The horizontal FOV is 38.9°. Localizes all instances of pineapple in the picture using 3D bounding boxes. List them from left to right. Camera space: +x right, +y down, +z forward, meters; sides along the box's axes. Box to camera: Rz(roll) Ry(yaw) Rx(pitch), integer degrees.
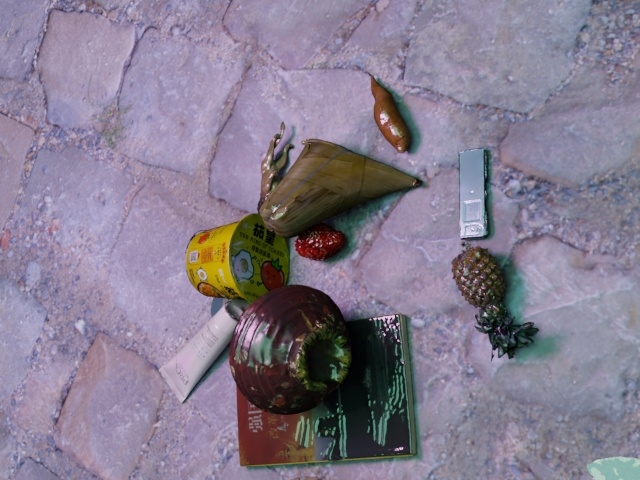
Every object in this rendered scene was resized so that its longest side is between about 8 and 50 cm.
[{"bbox_3d":[0.301,0.098,1.593,0.103,0.083,0.221,-30,70,20],"label":"pineapple"}]

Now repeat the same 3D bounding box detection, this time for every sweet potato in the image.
[{"bbox_3d":[0.129,-0.253,1.773,0.056,0.056,0.195,-27,65,21],"label":"sweet potato"}]

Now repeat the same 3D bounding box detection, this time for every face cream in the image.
[{"bbox_3d":[-0.243,0.225,1.872,0.244,0.058,0.092,-49,64,22],"label":"face cream"}]

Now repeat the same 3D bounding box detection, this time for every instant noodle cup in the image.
[{"bbox_3d":[-0.173,0.042,1.810,0.144,0.182,0.182,-6,77,36],"label":"instant noodle cup"}]

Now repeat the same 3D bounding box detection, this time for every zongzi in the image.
[{"bbox_3d":[0.037,-0.076,1.727,0.256,0.115,0.228,22,58,20],"label":"zongzi"}]

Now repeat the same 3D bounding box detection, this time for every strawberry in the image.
[{"bbox_3d":[0.000,0.000,1.777,0.096,0.083,0.083,-5,78,23],"label":"strawberry"}]

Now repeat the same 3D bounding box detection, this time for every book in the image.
[{"bbox_3d":[0.000,0.292,1.746,0.374,0.028,0.263,-10,76,25],"label":"book"}]

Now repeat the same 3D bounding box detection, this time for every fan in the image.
[{"bbox_3d":[-0.154,0.142,1.867,0.175,0.005,0.113,2,81,28],"label":"fan"},{"bbox_3d":[0.529,0.438,1.448,0.131,0.009,0.240,-46,63,12],"label":"fan"}]

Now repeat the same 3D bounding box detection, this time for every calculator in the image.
[{"bbox_3d":[0.283,-0.086,1.676,0.057,0.018,0.172,-5,77,26],"label":"calculator"}]

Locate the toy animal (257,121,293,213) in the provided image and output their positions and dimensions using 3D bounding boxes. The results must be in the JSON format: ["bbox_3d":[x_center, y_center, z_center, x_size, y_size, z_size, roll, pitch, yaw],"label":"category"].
[{"bbox_3d":[-0.089,-0.139,1.854,0.086,0.069,0.220,0,77,47],"label":"toy animal"}]

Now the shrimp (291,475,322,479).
[{"bbox_3d":[-0.010,0.562,1.683,0.143,0.052,0.251,-24,69,19],"label":"shrimp"}]

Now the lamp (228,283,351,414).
[{"bbox_3d":[-0.050,0.200,1.646,0.247,0.247,0.247,-6,77,27],"label":"lamp"}]
